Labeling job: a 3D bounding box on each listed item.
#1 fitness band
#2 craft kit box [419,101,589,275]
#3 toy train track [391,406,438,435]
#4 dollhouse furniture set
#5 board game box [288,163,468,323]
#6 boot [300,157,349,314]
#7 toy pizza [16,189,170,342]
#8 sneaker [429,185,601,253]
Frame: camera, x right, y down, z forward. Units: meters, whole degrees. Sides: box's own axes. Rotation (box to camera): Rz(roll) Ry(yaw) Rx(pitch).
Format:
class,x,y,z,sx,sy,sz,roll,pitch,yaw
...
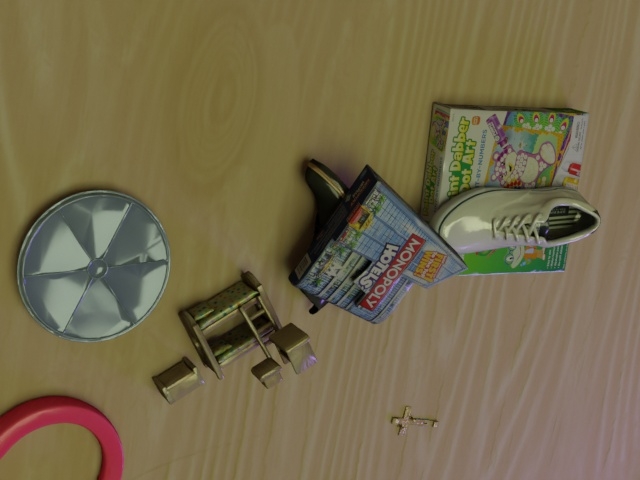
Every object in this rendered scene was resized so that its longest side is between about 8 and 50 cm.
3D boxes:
class,x,y,z,sx,sy,sz,roll,pitch,yaw
fitness band,-0.382,0.338,1.611,0.209,0.054,0.291,43,83,-28
craft kit box,0.266,-0.074,1.814,0.246,0.061,0.250,-1,106,-24
toy train track,0.146,0.279,1.882,0.083,0.014,0.048,8,101,-29
dollhouse furniture set,-0.127,0.142,1.614,0.182,0.161,0.101,-32,117,-16
board game box,0.091,0.026,1.666,0.194,0.060,0.194,27,108,-26
boot,0.000,0.000,1.691,0.137,0.077,0.198,-37,117,-7
toy pizza,-0.289,0.032,1.573,0.201,0.032,0.201,-8,108,-26
sneaker,0.280,-0.030,1.750,0.258,0.091,0.094,-12,111,-21
